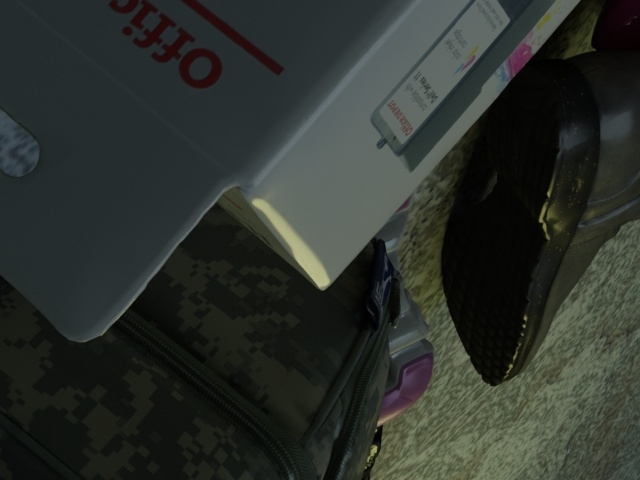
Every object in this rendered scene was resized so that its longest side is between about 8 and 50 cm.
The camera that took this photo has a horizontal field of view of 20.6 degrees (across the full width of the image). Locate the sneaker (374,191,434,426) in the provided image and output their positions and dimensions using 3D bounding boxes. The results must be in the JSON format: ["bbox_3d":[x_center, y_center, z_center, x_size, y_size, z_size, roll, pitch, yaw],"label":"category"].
[{"bbox_3d":[0.000,0.000,1.072,0.095,0.104,0.236,-25,125,-28],"label":"sneaker"}]

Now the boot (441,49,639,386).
[{"bbox_3d":[0.225,-0.024,1.317,0.223,0.118,0.338,-16,149,-21],"label":"boot"}]

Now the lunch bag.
[{"bbox_3d":[-0.087,0.134,0.960,0.256,0.212,0.305,-40,155,-44],"label":"lunch bag"}]

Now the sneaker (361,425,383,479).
[{"bbox_3d":[-0.031,0.181,1.292,0.227,0.087,0.130,-33,150,-44],"label":"sneaker"}]

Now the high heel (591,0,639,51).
[{"bbox_3d":[0.364,-0.188,1.346,0.377,0.181,0.127,-33,152,-38],"label":"high heel"}]

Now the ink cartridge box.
[{"bbox_3d":[-0.016,-0.131,0.677,0.353,0.207,0.119,-48,156,-5],"label":"ink cartridge box"}]
